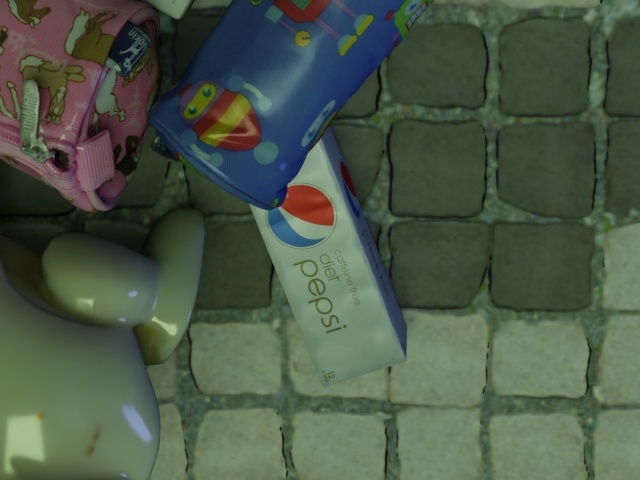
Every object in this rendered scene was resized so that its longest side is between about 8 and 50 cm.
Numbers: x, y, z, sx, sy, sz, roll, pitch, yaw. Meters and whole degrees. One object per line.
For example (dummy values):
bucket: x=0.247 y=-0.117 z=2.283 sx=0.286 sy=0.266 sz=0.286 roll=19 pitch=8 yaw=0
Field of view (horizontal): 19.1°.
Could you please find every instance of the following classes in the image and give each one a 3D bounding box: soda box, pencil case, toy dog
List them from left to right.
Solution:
toy dog: x=-0.330 y=0.089 z=1.388 sx=0.408 sy=0.395 sz=0.284 roll=21 pitch=121 yaw=-14
pencil case: x=-0.309 y=-0.145 z=1.377 sx=0.386 sy=0.167 sz=0.160 roll=18 pitch=81 yaw=6
soda box: x=0.000 y=0.000 z=1.487 sx=0.074 sy=0.069 sz=0.216 roll=-18 pitch=110 yaw=10
pencil case: x=0.004 y=-0.160 z=1.355 sx=0.119 sy=0.133 sz=0.306 roll=38 pitch=92 yaw=22

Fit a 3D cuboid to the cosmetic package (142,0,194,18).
cosmetic package: x=-0.172 y=-0.270 z=1.383 sx=0.231 sy=0.085 sz=0.117 roll=29 pitch=112 yaw=-6
